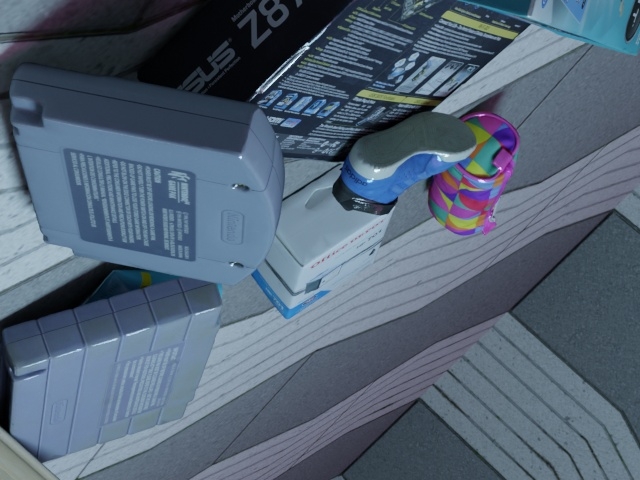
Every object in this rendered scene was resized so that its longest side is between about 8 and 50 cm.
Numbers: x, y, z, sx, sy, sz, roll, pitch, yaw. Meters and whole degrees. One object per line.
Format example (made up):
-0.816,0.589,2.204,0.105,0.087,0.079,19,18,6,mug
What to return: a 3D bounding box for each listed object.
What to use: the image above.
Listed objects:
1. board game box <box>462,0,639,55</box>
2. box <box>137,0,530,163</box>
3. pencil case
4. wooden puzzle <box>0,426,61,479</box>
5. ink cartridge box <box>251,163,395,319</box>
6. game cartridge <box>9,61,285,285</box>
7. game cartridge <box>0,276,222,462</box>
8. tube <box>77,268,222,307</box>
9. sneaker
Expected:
0.209,-0.284,1.242,0.336,0.079,0.254,-4,112,-66,board game box
0.062,-0.197,1.392,0.318,0.097,0.395,-40,166,19,box
0.199,-0.083,2.109,0.104,0.104,0.236,-35,165,-10,pencil case
-0.410,0.296,1.782,0.238,0.044,0.221,-32,137,2,wooden puzzle
0.000,0.000,1.920,0.139,0.082,0.191,-33,167,-17,ink cartridge box
-0.127,-0.043,1.261,0.198,0.062,0.297,7,160,-2,game cartridge
-0.233,0.144,1.754,0.230,0.068,0.355,-20,161,-21,game cartridge
-0.182,0.055,1.730,0.080,0.052,0.207,-49,157,21,tube
0.075,-0.069,1.538,0.152,0.058,0.084,-20,156,-39,sneaker
